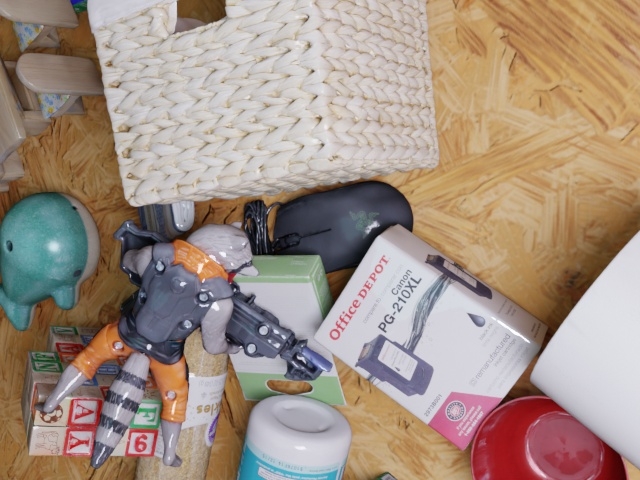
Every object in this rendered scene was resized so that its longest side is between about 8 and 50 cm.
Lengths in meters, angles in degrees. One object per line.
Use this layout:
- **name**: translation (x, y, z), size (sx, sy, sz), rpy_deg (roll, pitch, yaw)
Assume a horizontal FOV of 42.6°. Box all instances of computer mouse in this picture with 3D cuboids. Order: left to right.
- **computer mouse**: translation (0.000, 0.000, 1.155), size (0.272, 0.072, 0.188), rpy_deg (-19, 82, 30)

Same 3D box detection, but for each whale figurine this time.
- **whale figurine**: translation (-0.501, 0.040, 1.415), size (0.272, 0.141, 0.216), rpy_deg (-48, 70, 24)

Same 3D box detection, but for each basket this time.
- **basket**: translation (-0.055, -0.198, 1.031), size (0.329, 0.331, 0.266), rpy_deg (-8, 90, 30)

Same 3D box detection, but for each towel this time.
- **towel**: translation (-0.244, -0.099, 1.232), size (0.285, 0.034, 0.209), rpy_deg (163, 99, -68)

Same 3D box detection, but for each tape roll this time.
- **tape roll**: translation (0.360, 0.107, 0.847), size (0.169, 0.246, 0.246), rpy_deg (41, 111, 23)

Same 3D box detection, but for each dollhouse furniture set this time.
- **dollhouse furniture set**: translation (-0.617, -0.317, 1.372), size (0.362, 0.257, 0.394), rpy_deg (-31, 76, 38)

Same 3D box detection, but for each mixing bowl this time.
- **mixing bowl**: translation (0.281, 0.264, 0.983), size (0.182, 0.098, 0.181), rpy_deg (3, 96, 28)

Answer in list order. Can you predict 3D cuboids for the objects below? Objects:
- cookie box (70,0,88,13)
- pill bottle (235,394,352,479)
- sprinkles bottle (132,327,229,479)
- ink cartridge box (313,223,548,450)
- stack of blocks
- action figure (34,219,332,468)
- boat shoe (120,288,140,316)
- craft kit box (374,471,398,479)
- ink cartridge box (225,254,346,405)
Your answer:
- **cookie box**: translation (-0.432, -0.439, 1.408), size (0.107, 0.040, 0.091), rpy_deg (-6, 90, 32)
- **pill bottle**: translation (-0.051, 0.363, 1.155), size (0.146, 0.146, 0.264), rpy_deg (21, 107, 28)
- **sprinkles bottle**: translation (-0.215, 0.272, 1.267), size (0.121, 0.121, 0.355), rpy_deg (16, 101, 29)
- **ink cartridge box**: translation (0.136, 0.116, 1.038), size (0.237, 0.100, 0.172), rpy_deg (35, 110, 12)
- **stack of blocks**: translation (-0.359, 0.218, 1.242), size (0.297, 0.171, 0.087), rpy_deg (-148, 68, -63)
- **action figure**: translation (-0.160, 0.134, 1.038), size (0.341, 0.178, 0.330), rpy_deg (27, 95, 2)
- **boat shoe**: translation (-0.247, 0.071, 1.308), size (0.228, 0.080, 0.076), rpy_deg (-44, 59, 30)
- **craft kit box**: translation (0.125, 0.492, 1.117), size (0.250, 0.061, 0.246), rpy_deg (32, 111, 26)
- **ink cartridge box**: translation (-0.058, 0.129, 1.167), size (0.171, 0.056, 0.235), rpy_deg (-1, 126, 23)
